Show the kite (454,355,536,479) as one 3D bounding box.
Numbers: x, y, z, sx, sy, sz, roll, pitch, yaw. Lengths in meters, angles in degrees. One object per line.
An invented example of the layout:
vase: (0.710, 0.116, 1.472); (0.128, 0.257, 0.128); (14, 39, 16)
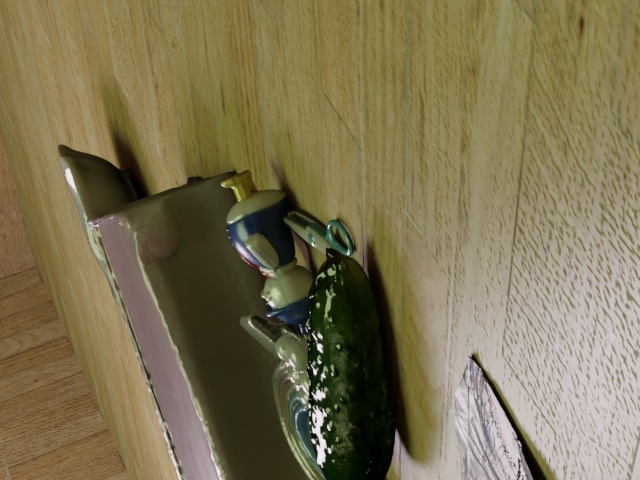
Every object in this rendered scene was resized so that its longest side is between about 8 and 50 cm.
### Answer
kite: (0.142, 0.204, 0.882); (0.152, 0.015, 0.285); (85, 159, -46)

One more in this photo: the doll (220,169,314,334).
doll: (-0.037, 0.011, 1.200); (0.099, 0.057, 0.143); (-55, -58, -76)

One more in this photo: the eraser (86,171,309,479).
eraser: (-0.106, 0.124, 1.462); (0.272, 0.122, 0.359); (-177, 67, -74)

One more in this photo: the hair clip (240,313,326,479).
hair clip: (-0.001, 0.149, 1.275); (0.220, 0.054, 0.140); (66, 159, 2)

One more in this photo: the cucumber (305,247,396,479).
cucumber: (0.021, 0.098, 1.090); (0.069, 0.069, 0.227); (-129, 28, -51)

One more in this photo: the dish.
dish: (-0.260, -0.028, 1.897); (0.229, 0.081, 0.229); (158, 90, -79)

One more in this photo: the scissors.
scissors: (0.000, 0.000, 1.124); (0.119, 0.014, 0.058); (36, 142, 59)
